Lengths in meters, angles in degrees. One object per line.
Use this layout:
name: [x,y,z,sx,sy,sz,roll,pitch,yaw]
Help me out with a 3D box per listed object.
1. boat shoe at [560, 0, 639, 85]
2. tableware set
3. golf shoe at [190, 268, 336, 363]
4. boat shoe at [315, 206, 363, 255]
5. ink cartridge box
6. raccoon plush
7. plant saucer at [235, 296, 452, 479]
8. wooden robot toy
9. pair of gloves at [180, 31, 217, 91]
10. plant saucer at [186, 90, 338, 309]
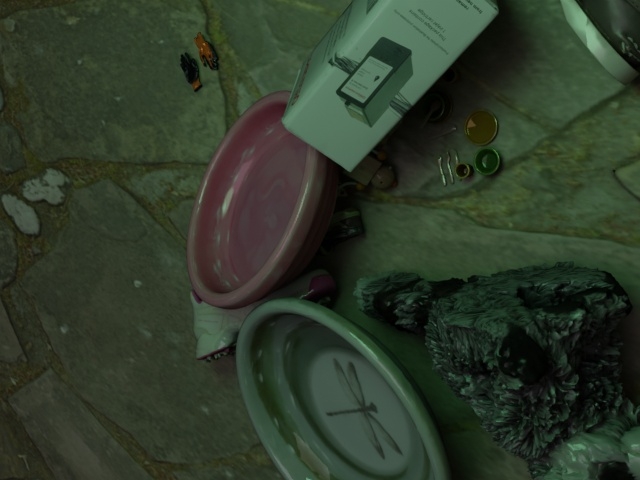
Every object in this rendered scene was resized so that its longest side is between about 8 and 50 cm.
boat shoe: [0.288,-0.332,0.839,0.097,0.117,0.324,-38,76,31]
tableware set: [0.183,-0.154,0.991,0.104,0.024,0.154,-16,84,37]
golf shoe: [-0.109,0.092,1.184,0.306,0.115,0.140,-29,74,34]
boat shoe: [0.000,0.000,1.124,0.152,0.056,0.049,-31,71,35]
ink cartridge box: [0.084,-0.250,0.938,0.115,0.198,0.273,34,123,-16]
raccoon plush: [0.243,0.190,0.932,0.446,0.216,0.299,16,123,66]
plant saucer: [0.042,0.248,1.047,0.400,0.100,0.400,27,130,37]
wooden robot toy: [0.080,-0.110,1.063,0.079,0.076,0.173,32,118,-8]
pair of gloves: [-0.210,-0.309,1.284,0.083,0.010,0.074,-40,72,36]
plant saucer: [-0.082,-0.054,1.100,0.332,0.084,0.332,-32,48,43]
